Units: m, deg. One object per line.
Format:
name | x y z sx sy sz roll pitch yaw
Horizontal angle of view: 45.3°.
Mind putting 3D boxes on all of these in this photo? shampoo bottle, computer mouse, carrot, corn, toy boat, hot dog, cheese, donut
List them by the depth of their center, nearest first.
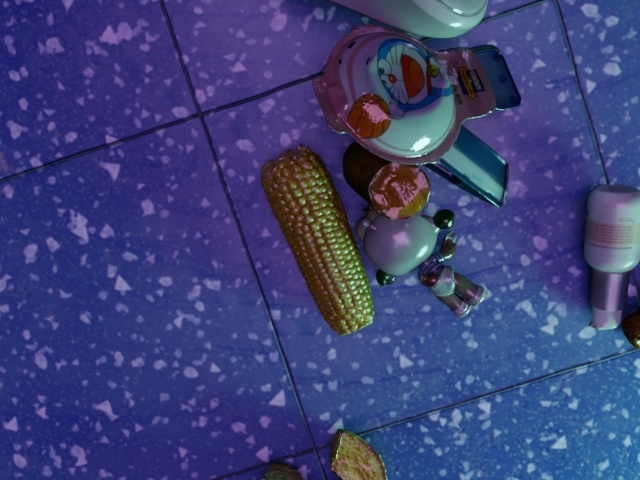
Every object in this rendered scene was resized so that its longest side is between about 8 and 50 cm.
cheese | 0.121 -0.181 0.919 0.286 0.074 0.188 -13 79 -27
computer mouse | 0.072 -0.359 0.930 0.297 0.184 0.121 21 135 6
carrot | 0.076 -0.083 0.965 0.082 0.173 0.082 -4 107 -11
toy boat | 0.128 -0.145 0.999 0.299 0.096 0.061 34 88 -5
corn | 0.001 0.001 1.020 0.091 0.091 0.260 -23 101 1
shampoo bottle | 0.392 0.024 1.027 0.074 0.074 0.191 -3 106 1
hot dog | 0.482 0.098 1.034 0.147 0.099 0.065 -32 51 3
donut | 0.009 0.349 1.073 0.181 0.078 0.146 -32 97 -2

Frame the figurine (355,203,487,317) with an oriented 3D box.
figurine | 0.133 0.019 1.023 0.197 0.093 0.147 37 118 -12
